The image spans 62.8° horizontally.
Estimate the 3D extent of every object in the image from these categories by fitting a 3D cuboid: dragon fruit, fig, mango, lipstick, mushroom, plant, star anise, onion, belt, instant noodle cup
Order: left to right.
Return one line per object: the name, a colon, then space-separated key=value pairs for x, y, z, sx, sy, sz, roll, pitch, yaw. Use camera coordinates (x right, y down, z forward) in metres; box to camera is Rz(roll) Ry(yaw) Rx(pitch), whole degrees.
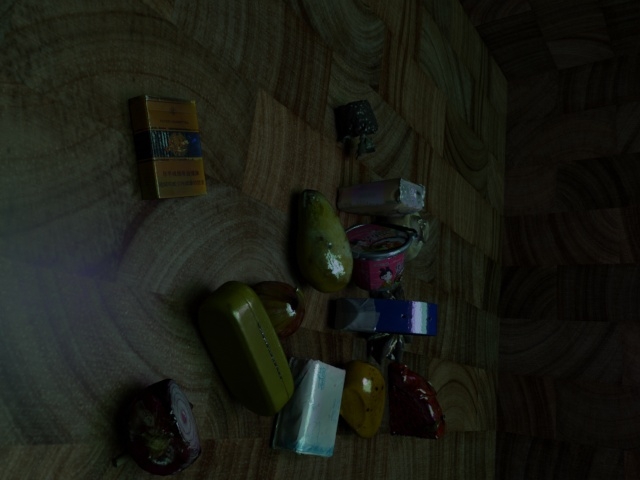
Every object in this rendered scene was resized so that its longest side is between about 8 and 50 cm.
lipstick: x=-0.414 y=0.471 z=1.160 sx=0.094 sy=0.018 sz=0.019 roll=-17 pitch=101 yaw=-53
onion: x=-0.346 y=0.409 z=1.172 sx=0.195 sy=0.139 sz=0.218 roll=60 pitch=-3 yaw=-5
fig: x=-0.102 y=0.190 z=1.456 sx=0.175 sy=0.207 sz=0.175 roll=25 pitch=60 yaw=-54
mango: x=0.001 y=0.004 z=1.666 sx=0.176 sy=0.175 sz=0.330 roll=75 pitch=1 yaw=-71
plant: x=0.139 y=-0.401 z=1.901 sx=0.142 sy=0.131 sz=0.204 roll=-13 pitch=88 yaw=-55
mango: x=0.145 y=0.543 z=1.812 sx=0.191 sy=0.159 sz=0.291 roll=-35 pitch=119 yaw=-59
instant noodle cup: x=0.200 y=0.068 z=1.876 sx=0.258 sy=0.301 sz=0.182 roll=-91 pitch=176 yaw=-63
belt: x=0.221 y=0.263 z=1.785 sx=0.212 sy=0.346 sz=0.118 roll=46 pitch=47 yaw=-75
star anise: x=0.258 y=0.324 z=2.019 sx=0.331 sy=0.117 sz=0.332 roll=11 pitch=75 yaw=-44
mushroom: x=0.336 y=-0.028 z=2.103 sx=0.254 sy=0.183 sz=0.255 roll=4 pitch=90 yaw=-66
dragon fruit: x=0.358 y=0.649 z=2.100 sx=0.240 sy=0.302 sz=0.331 roll=-27 pitch=94 yaw=-19

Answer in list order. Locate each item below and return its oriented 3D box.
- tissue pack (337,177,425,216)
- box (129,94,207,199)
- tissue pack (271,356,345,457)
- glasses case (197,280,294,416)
tissue pack: x=0.220 y=-0.146 z=1.884 sx=0.215 sy=0.256 sz=0.123 roll=9 pitch=77 yaw=-55
box: x=-0.360 y=-0.220 z=1.255 sx=0.152 sy=0.070 sz=0.238 roll=-13 pitch=96 yaw=-53
tissue pack: x=-0.029 y=0.510 z=1.602 sx=0.201 sy=0.124 sz=0.272 roll=36 pitch=58 yaw=-51
glasses case: x=-0.188 y=0.273 z=1.356 sx=0.141 sy=0.173 sz=0.372 roll=-44 pitch=124 yaw=-45
